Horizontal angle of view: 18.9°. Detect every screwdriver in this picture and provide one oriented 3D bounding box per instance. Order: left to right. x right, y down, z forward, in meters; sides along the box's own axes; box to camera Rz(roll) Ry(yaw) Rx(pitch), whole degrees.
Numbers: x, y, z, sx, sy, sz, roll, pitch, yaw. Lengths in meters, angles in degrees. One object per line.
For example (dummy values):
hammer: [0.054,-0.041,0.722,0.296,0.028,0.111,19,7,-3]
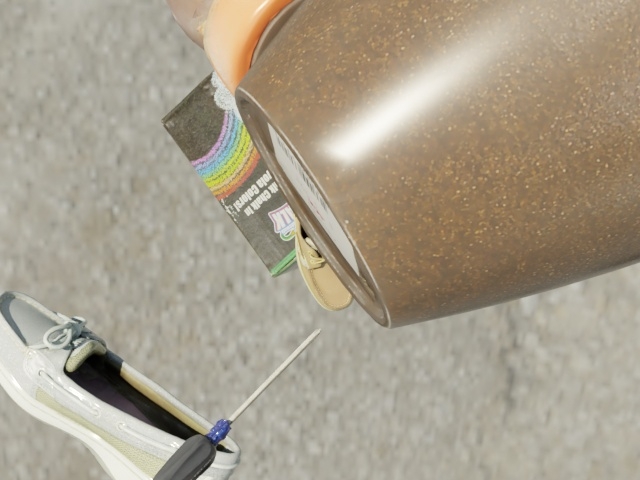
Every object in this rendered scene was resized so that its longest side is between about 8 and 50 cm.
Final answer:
screwdriver: [-0.056,0.113,1.307,0.024,0.025,0.170,14,55,48]

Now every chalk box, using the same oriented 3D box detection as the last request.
chalk box: [-0.001,-0.084,2.158,0.289,0.180,0.179,54,30,9]

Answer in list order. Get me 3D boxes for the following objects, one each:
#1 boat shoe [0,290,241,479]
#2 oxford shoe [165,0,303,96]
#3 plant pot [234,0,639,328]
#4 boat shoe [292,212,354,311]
boat shoe: [-0.217,0.151,1.946,0.320,0.103,0.118,42,27,15]
oxford shoe: [0.062,-0.152,1.083,0.364,0.130,0.133,-2,40,-46]
plant pot: [0.091,-0.074,0.723,0.230,0.215,0.215,-32,53,-7]
boat shoe: [0.000,0.000,1.679,0.050,0.135,0.045,-17,9,-1]
